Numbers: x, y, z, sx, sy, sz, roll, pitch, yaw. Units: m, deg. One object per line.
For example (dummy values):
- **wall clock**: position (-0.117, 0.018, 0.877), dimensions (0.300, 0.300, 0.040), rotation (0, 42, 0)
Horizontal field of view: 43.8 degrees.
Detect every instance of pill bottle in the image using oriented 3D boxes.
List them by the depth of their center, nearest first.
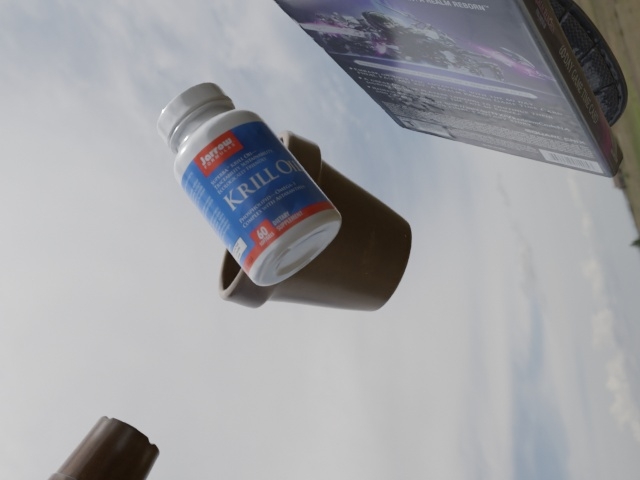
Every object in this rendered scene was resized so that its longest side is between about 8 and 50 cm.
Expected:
- **pill bottle**: position (-0.087, -0.068, 0.898), dimensions (0.221, 0.124, 0.124), rotation (50, -163, 15)

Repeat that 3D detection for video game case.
- **video game case**: position (0.083, -0.122, 0.542), dimensions (0.274, 0.196, 0.026), rotation (32, -100, -55)

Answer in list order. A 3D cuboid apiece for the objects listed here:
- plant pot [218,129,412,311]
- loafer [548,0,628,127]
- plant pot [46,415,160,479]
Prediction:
- **plant pot**: position (0.000, 0.000, 1.166), dimensions (0.229, 0.263, 0.263), rotation (21, -136, -15)
- **loafer**: position (0.168, -0.221, 0.754), dimensions (0.302, 0.109, 0.095), rotation (37, -145, -4)
- **plant pot**: position (-0.369, 0.403, 1.358), dimensions (0.167, 0.167, 0.165), rotation (58, -132, -34)
